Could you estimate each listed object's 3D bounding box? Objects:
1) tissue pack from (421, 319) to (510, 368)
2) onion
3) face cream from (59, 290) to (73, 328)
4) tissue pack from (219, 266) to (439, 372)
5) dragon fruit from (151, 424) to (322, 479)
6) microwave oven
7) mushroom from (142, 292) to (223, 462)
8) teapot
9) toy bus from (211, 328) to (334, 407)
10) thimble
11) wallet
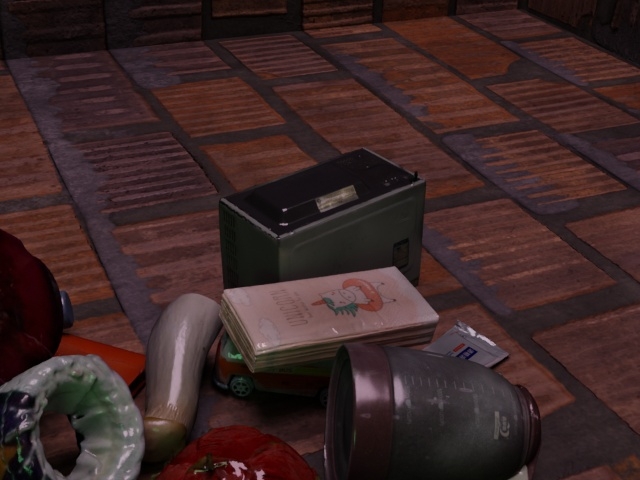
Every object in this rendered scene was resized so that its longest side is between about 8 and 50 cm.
[{"bbox_3d":[0.245,0.217,1.638,0.122,0.026,0.193,27,38,33],"label":"tissue pack"},{"bbox_3d":[-0.646,0.159,1.414,0.420,0.398,0.398,-24,14,36],"label":"onion"},{"bbox_3d":[-0.638,0.158,1.600,0.385,0.086,0.135,-11,33,-6],"label":"face cream"},{"bbox_3d":[0.013,0.125,1.495,0.325,0.071,0.170,-6,35,-23],"label":"tissue pack"},{"bbox_3d":[-0.116,0.358,1.160,0.244,0.244,0.299,-13,11,-26],"label":"dragon fruit"},{"bbox_3d":[0.000,0.000,1.741,0.355,0.286,0.218,-23,38,-31],"label":"microwave oven"},{"bbox_3d":[-0.237,0.228,1.481,0.122,0.159,0.328,1,40,7],"label":"mushroom"},{"bbox_3d":[0.175,0.312,1.321,0.312,0.233,0.315,5,60,-7],"label":"teapot"},{"bbox_3d":[-0.052,0.199,1.549,0.265,0.120,0.121,7,30,4],"label":"toy bus"},{"bbox_3d":[-0.366,0.275,1.271,0.150,0.237,0.237,-25,12,37],"label":"thimble"},{"bbox_3d":[-0.403,0.221,1.553,0.204,0.045,0.142,13,31,17],"label":"wallet"}]
